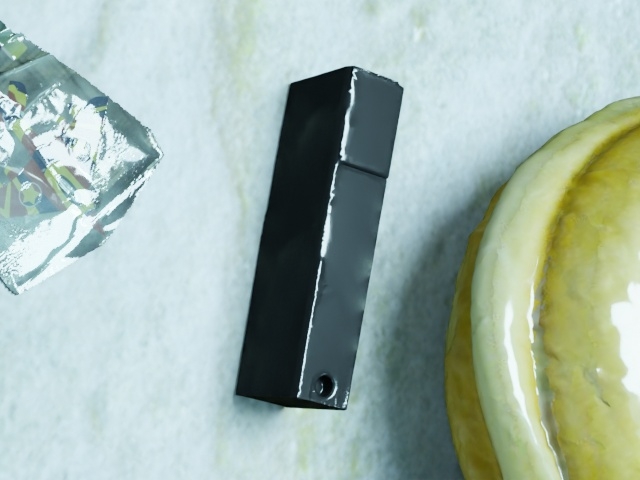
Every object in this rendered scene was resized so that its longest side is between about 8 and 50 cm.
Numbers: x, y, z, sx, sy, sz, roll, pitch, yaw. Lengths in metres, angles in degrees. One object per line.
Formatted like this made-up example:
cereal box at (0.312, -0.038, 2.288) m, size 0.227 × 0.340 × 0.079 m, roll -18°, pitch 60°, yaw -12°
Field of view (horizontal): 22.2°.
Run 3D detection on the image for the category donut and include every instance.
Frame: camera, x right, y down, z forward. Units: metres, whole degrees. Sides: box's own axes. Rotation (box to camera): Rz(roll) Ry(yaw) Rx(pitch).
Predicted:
donut at (0.266, 0.114, 1.145) m, size 0.449 × 0.198 × 0.449 m, roll 10°, pitch 74°, yaw -37°

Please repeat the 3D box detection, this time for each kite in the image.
kite at (-0.203, -0.092, 0.989) m, size 0.141 × 0.015 × 0.245 m, roll -48°, pitch 112°, yaw -28°

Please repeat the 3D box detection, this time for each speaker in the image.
speaker at (0.000, 0.000, 1.069) m, size 0.044 × 0.082 × 0.218 m, roll 16°, pitch 77°, yaw -31°
